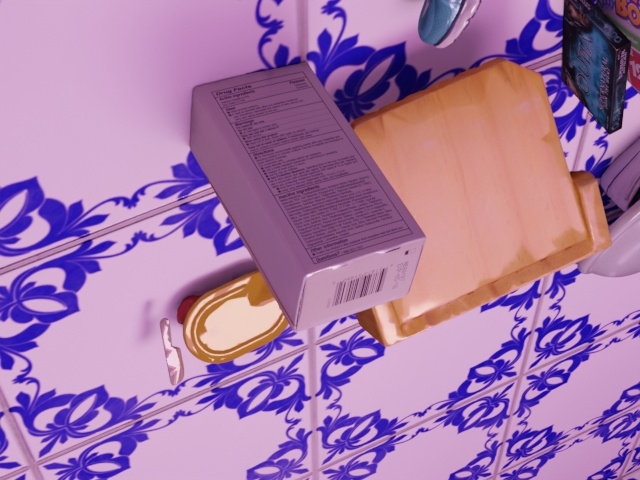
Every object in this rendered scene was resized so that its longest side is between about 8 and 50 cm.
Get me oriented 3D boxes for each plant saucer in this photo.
[{"bbox_3d":[0.643,-0.039,2.054,0.400,0.100,0.400,-33,164,-10],"label":"plant saucer"}]

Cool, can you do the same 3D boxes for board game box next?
[{"bbox_3d":[0.383,-0.250,1.625,0.026,0.126,0.186,-27,147,-8],"label":"board game box"},{"bbox_3d":[0.421,-0.319,1.565,0.039,0.124,0.259,-26,147,-9],"label":"board game box"}]

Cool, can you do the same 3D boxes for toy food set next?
[{"bbox_3d":[-0.149,0.110,1.729,0.218,0.071,0.128,-24,123,-16],"label":"toy food set"}]

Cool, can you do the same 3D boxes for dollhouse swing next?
[{"bbox_3d":[0.175,-0.064,1.635,0.346,0.305,0.315,-24,-173,-5],"label":"dollhouse swing"}]

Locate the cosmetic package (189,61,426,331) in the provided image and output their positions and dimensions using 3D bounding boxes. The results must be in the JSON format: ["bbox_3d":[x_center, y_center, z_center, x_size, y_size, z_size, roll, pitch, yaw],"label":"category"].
[{"bbox_3d":[-0.024,-0.060,1.370,0.160,0.309,0.113,-16,144,-22],"label":"cosmetic package"}]

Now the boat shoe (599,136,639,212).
[{"bbox_3d":[0.590,-0.155,1.958,0.267,0.088,0.096,-46,145,22],"label":"boat shoe"}]

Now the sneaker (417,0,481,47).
[{"bbox_3d":[0.136,-0.346,1.342,0.110,0.107,0.275,-4,137,-7],"label":"sneaker"}]
